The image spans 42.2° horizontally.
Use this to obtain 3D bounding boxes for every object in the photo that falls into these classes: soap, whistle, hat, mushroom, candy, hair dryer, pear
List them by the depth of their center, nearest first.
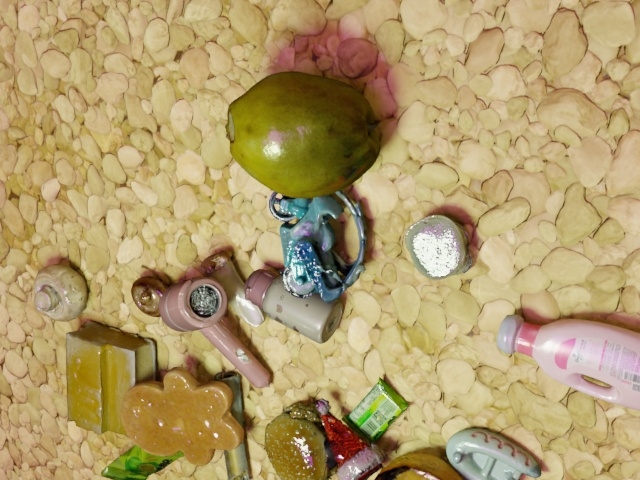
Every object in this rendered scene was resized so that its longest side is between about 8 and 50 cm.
[{"bbox_3d":[-0.039,-0.215,1.694,0.321,0.269,0.269,-1,108,15],"label":"pear"},{"bbox_3d":[0.050,0.473,1.936,0.227,0.140,0.129,54,144,12],"label":"hat"},{"bbox_3d":[0.129,0.404,1.945,0.102,0.032,0.178,44,126,14],"label":"candy"},{"bbox_3d":[-0.206,0.119,2.026,0.084,0.071,0.209,-35,91,2],"label":"mushroom"},{"bbox_3d":[-0.232,0.236,2.033,0.352,0.125,0.210,47,157,-11],"label":"hair dryer"},{"bbox_3d":[-0.438,0.145,2.163,0.126,0.085,0.109,23,153,20],"label":"mushroom"},{"bbox_3d":[-0.232,0.498,2.180,0.067,0.057,0.327,6,110,29],"label":"whistle"},{"bbox_3d":[-0.582,0.392,2.312,0.259,0.143,0.281,10,107,23],"label":"soap"},{"bbox_3d":[-0.730,0.149,2.314,0.166,0.127,0.166,9,114,21],"label":"mushroom"},{"bbox_3d":[-0.498,0.623,2.362,0.246,0.149,0.069,-33,47,34],"label":"candy"}]

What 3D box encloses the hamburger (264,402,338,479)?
[{"bbox_3d":[-0.050,0.501,2.034,0.189,0.122,0.215,-6,102,35],"label":"hamburger"}]

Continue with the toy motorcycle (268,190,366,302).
[{"bbox_3d":[0.000,0.000,1.819,0.206,0.154,0.260,-7,101,9],"label":"toy motorcycle"}]

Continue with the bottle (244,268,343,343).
[{"bbox_3d":[-0.070,0.144,1.925,0.233,0.110,0.110,25,119,22],"label":"bottle"}]

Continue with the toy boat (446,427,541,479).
[{"bbox_3d":[0.369,0.491,1.806,0.207,0.079,0.134,28,122,18],"label":"toy boat"}]

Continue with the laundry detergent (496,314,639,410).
[{"bbox_3d":[0.513,0.226,1.616,0.335,0.088,0.159,15,115,27],"label":"laundry detergent"}]

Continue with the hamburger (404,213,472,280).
[{"bbox_3d":[0.245,0.014,1.716,0.133,0.062,0.140,-16,96,30],"label":"hamburger"}]

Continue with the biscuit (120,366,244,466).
[{"bbox_3d":[-0.366,0.462,2.166,0.354,0.052,0.275,-12,101,27],"label":"biscuit"}]

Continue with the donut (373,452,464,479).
[{"bbox_3d":[0.237,0.592,1.874,0.253,0.118,0.254,26,134,31],"label":"donut"}]
